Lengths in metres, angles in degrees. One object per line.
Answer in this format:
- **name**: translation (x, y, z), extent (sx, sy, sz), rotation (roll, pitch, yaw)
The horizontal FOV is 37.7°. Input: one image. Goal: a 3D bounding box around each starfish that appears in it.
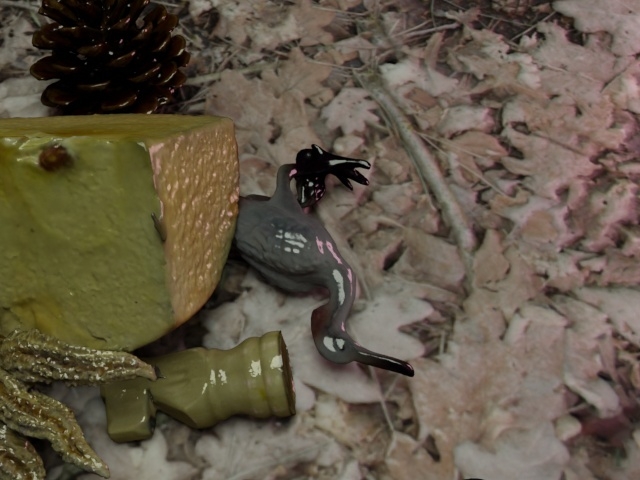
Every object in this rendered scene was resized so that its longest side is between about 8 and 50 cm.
- **starfish**: translation (-0.297, 0.126, 0.912), extent (0.293, 0.084, 0.301), rotation (34, 99, 12)

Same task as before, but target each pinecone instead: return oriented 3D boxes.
- **pinecone**: translation (-0.266, -0.242, 1.163), extent (0.208, 0.208, 0.208), rotation (2, 56, -2)

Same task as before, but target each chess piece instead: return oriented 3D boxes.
- **chess piece**: translation (-0.130, 0.154, 0.976), extent (0.200, 0.090, 0.090), rotation (-10, 57, 3)

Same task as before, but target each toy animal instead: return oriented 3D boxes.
- **toy animal**: translation (-0.020, 0.013, 1.061), extent (0.195, 0.090, 0.324), rotation (-6, 55, -7)

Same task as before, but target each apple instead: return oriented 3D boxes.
- **apple**: translation (-0.266, -0.040, 0.994), extent (0.309, 0.252, 0.314), rotation (-1, 60, 20)

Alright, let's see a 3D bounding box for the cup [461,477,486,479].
- **cup**: translation (0.141, 0.338, 0.824), extent (0.176, 0.169, 0.223), rotation (-31, 94, -17)
